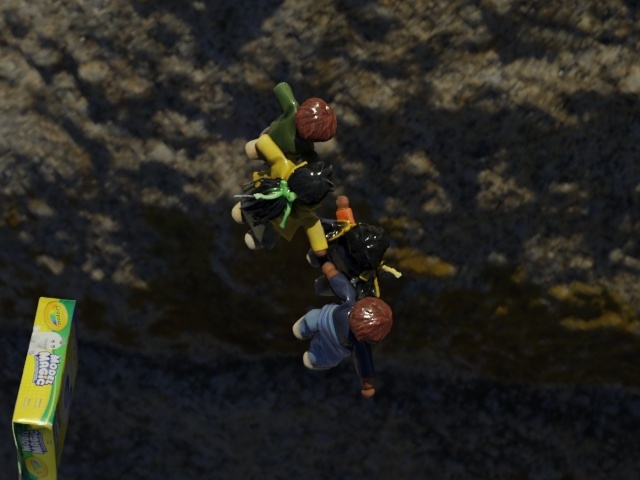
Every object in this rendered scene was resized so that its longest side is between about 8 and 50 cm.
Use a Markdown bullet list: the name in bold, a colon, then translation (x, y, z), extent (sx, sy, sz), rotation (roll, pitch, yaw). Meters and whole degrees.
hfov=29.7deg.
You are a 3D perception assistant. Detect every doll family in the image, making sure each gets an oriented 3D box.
- **doll family**: translation (0.000, 0.000, 0.738), extent (0.193, 0.076, 0.111), rotation (60, 152, -1)

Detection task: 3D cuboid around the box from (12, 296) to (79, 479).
- **box**: translation (-0.274, 0.157, 1.204), extent (0.043, 0.179, 0.105), rotation (6, 137, -3)
